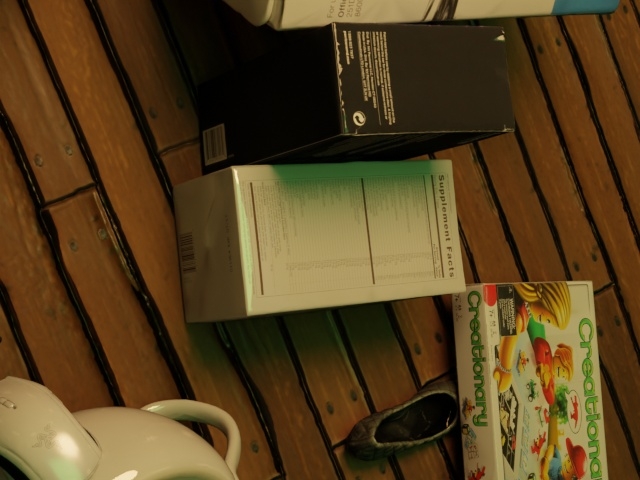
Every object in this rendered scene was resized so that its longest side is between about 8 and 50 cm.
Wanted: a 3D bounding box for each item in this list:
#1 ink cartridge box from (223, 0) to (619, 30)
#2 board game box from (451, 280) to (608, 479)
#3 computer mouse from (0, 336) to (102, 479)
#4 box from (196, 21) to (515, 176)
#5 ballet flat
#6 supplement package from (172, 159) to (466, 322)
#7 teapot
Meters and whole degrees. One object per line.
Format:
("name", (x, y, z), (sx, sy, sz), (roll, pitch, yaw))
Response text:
("ink cartridge box", (0.065, -0.328, 1.165), (0.395, 0.285, 0.166), (-10, 125, -32))
("board game box", (0.231, 0.197, 1.341), (0.193, 0.053, 0.305), (0, 85, -43))
("computer mouse", (-0.240, 0.127, 0.943), (0.106, 0.193, 0.042), (-40, 138, -31))
("box", (0.024, -0.124, 1.149), (0.184, 0.261, 0.103), (-2, 86, -32))
("ballet flat", (0.103, 0.189, 1.283), (0.173, 0.049, 0.057), (-19, 92, -35))
("supplement package", (0.000, 0.000, 1.194), (0.244, 0.134, 0.139), (-3, 86, -31))
("teapot", (-0.199, 0.233, 1.029), (0.256, 0.187, 0.252), (34, 86, -51))
